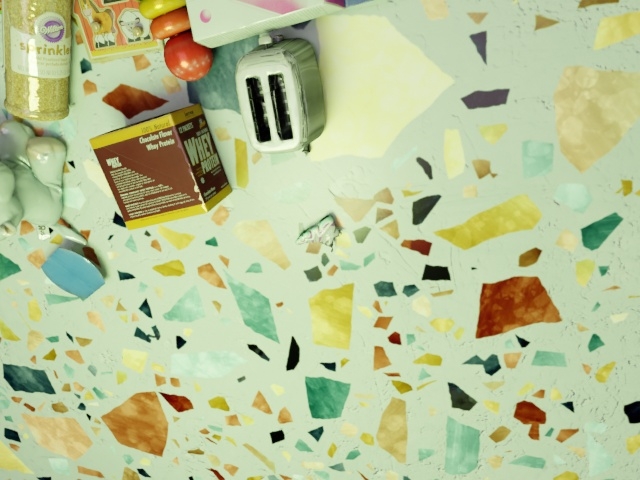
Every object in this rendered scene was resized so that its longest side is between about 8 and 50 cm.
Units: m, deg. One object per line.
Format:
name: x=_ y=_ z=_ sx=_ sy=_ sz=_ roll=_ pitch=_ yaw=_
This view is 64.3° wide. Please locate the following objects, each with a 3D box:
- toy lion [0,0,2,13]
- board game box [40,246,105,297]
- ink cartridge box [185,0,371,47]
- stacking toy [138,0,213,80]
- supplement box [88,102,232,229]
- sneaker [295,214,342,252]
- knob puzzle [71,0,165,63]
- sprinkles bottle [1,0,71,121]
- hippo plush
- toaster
toy lion: x=-0.645 y=-0.500 z=1.012 sx=0.100 sy=0.034 sz=0.096 roll=12 pitch=122 yaw=8
board game box: x=-0.594 y=0.072 z=1.241 sx=0.168 sy=0.033 sz=0.133 roll=-31 pitch=116 yaw=36
ink cartridge box: x=-0.082 y=-0.514 z=0.807 sx=0.330 sy=0.071 sz=0.324 roll=-9 pitch=98 yaw=19
stacking toy: x=-0.282 y=-0.447 z=0.895 sx=0.141 sy=0.141 sz=0.330 roll=-15 pitch=115 yaw=19
supplement box: x=-0.314 y=-0.148 z=1.026 sx=0.191 sy=0.129 sz=0.194 roll=-11 pitch=110 yaw=18
sneaker: x=0.000 y=0.000 z=1.063 sx=0.098 sy=0.038 sz=0.069 roll=-33 pitch=101 yaw=25
knob puzzle: x=-0.401 y=-0.451 z=0.970 sx=0.213 sy=0.030 sz=0.213 roll=6 pitch=114 yaw=12
sprinkles bottle: x=-0.535 y=-0.413 z=0.964 sx=0.121 sy=0.121 sz=0.356 roll=20 pitch=119 yaw=5
hippo plush: x=-0.692 y=-0.093 z=1.084 sx=0.234 sy=0.236 sz=0.294 roll=7 pitch=115 yaw=11
toaster: x=-0.070 y=-0.246 z=0.912 sx=0.129 sy=0.146 sz=0.227 roll=-1 pitch=113 yaw=15
